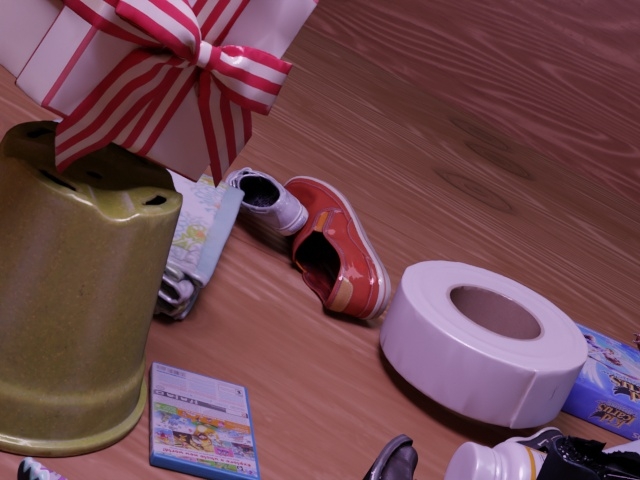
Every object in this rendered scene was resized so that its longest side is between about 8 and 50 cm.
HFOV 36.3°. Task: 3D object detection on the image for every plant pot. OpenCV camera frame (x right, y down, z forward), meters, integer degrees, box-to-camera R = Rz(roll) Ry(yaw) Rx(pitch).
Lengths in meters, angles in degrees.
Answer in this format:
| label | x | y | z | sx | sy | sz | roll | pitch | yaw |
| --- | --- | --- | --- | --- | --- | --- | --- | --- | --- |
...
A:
| label | x | y | z | sx | sy | sz | roll | pitch | yaw |
| --- | --- | --- | --- | --- | --- | --- | --- | --- | --- |
| plant pot | -0.266 | 0.029 | 0.985 | 0.276 | 0.254 | 0.276 | 22 | 22 | -9 |

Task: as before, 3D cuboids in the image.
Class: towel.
| label | x | y | z | sx | sy | sz | roll | pitch | yaw |
| --- | --- | --- | --- | --- | --- | --- | --- | --- | --- |
| towel | -0.283 | -0.050 | 1.369 | 0.320 | 0.090 | 0.374 | 25 | 21 | -5 |

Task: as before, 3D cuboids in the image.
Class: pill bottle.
| label | x | y | z | sx | sy | sz | roll | pitch | yaw |
| --- | --- | --- | --- | --- | --- | --- | --- | --- | --- |
| pill bottle | 0.254 | 0.306 | 1.126 | 0.215 | 0.117 | 0.117 | 22 | 22 | -11 |

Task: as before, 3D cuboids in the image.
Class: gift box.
| label | x | y | z | sx | sy | sz | roll | pitch | yaw |
| --- | --- | --- | --- | --- | --- | --- | --- | --- | --- |
| gift box | -0.182 | -0.202 | 0.938 | 0.258 | 0.276 | 0.255 | 36 | 10 | 32 |

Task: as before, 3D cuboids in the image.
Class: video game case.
| label | x | y | z | sx | sy | sz | roll | pitch | yaw |
| --- | --- | --- | --- | --- | --- | --- | --- | --- | --- |
| video game case | 0.451 | 0.220 | 1.621 | 0.269 | 0.061 | 0.244 | 24 | 23 | -8 |
| video game case | -0.130 | 0.200 | 1.073 | 0.119 | 0.015 | 0.166 | 19 | 22 | -19 |

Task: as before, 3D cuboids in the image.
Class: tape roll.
| label | x | y | z | sx | sy | sz | roll | pitch | yaw |
| --- | --- | --- | --- | --- | --- | --- | --- | --- | --- |
| tape roll | 0.232 | 0.141 | 1.393 | 0.286 | 0.100 | 0.286 | 18 | 23 | -8 |

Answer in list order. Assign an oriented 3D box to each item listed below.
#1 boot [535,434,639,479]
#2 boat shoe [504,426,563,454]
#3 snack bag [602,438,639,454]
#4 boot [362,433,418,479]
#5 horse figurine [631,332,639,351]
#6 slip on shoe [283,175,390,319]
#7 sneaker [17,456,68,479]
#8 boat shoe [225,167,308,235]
| label | x | y | z | sx | sy | sz | roll | pitch | yaw |
| --- | --- | --- | --- | --- | --- | --- | --- | --- | --- |
| boot | 0.310 | 0.331 | 1.010 | 0.246 | 0.207 | 0.094 | 28 | 22 | 3 |
| boat shoe | 0.292 | 0.283 | 1.315 | 0.125 | 0.046 | 0.038 | 1 | 28 | -41 |
| snack bag | 0.491 | 0.368 | 1.284 | 0.342 | 0.037 | 0.323 | 0 | 21 | -43 |
| boot | 0.125 | 0.332 | 0.977 | 0.229 | 0.091 | 0.263 | 29 | 32 | 5 |
| horse figurine | 0.694 | 0.242 | 1.729 | 0.263 | 0.066 | 0.174 | 27 | -16 | 38 |
| slip on shoe | 0.000 | 0.000 | 1.546 | 0.101 | 0.123 | 0.331 | 7 | 33 | -31 |
| sneaker | -0.223 | 0.230 | 0.878 | 0.098 | 0.038 | 0.069 | 47 | 26 | 22 |
| boat shoe | -0.102 | -0.081 | 1.584 | 0.081 | 0.079 | 0.227 | 49 | -10 | -37 |
